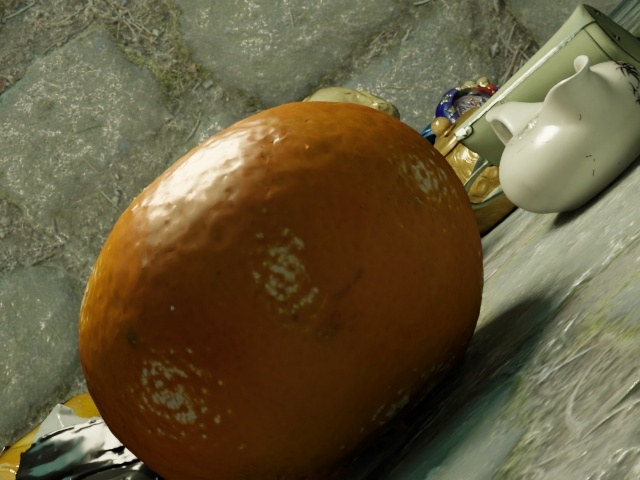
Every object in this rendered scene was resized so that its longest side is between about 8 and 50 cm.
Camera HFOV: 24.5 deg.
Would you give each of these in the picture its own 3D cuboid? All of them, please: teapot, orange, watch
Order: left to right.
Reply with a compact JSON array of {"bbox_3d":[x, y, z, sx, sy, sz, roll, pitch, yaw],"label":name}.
[{"bbox_3d":[-0.028,0.068,1.450,0.424,0.326,0.424,-36,-17,-12],"label":"orange"},{"bbox_3d":[0.251,-0.141,2.384,0.171,0.196,0.200,-33,-28,-45],"label":"watch"},{"bbox_3d":[0.238,-0.132,2.180,0.311,0.167,0.203,-46,6,14],"label":"teapot"},{"bbox_3d":[0.282,-0.125,1.726,0.208,0.166,0.300,-57,15,-13],"label":"teapot"}]

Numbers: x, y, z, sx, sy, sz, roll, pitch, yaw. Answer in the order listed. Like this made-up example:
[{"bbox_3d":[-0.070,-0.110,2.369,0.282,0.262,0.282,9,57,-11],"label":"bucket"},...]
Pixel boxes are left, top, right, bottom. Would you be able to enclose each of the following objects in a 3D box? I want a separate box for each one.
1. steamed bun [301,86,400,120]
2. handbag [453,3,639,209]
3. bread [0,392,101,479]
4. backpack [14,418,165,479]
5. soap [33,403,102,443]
[{"bbox_3d":[0.036,-0.042,2.357,0.325,0.230,0.372,64,-142,-60],"label":"steamed bun"},{"bbox_3d":[0.293,-0.164,1.953,0.315,0.109,0.241,-41,-32,23],"label":"handbag"},{"bbox_3d":[-0.391,0.439,2.337,0.337,0.148,0.328,-36,-48,-64],"label":"bread"},{"bbox_3d":[-0.296,0.376,1.631,0.446,0.255,0.363,-40,9,17],"label":"backpack"},{"bbox_3d":[-0.272,0.390,1.957,0.159,0.258,0.302,46,121,48],"label":"soap"}]
